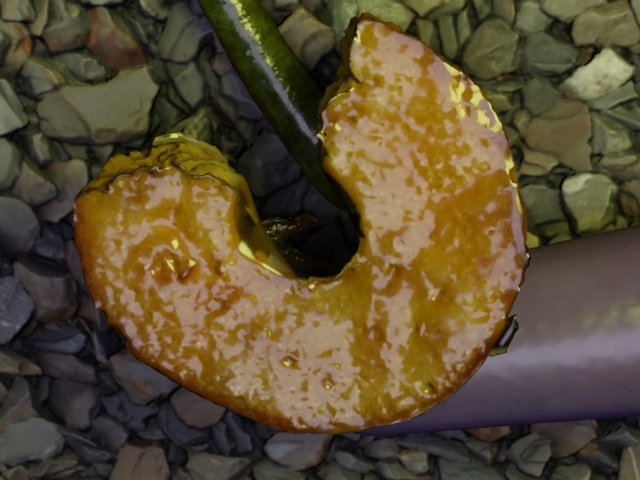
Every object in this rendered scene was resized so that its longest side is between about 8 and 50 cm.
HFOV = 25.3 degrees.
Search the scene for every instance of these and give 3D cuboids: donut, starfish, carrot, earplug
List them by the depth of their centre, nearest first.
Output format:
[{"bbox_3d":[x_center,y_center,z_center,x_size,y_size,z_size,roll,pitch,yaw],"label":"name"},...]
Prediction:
[{"bbox_3d":[0.000,0.000,1.429,0.435,0.163,0.377,-23,97,12],"label":"donut"},{"bbox_3d":[-0.051,-0.180,1.506,0.074,0.074,0.358,-31,110,14],"label":"carrot"},{"bbox_3d":[0.200,0.114,1.576,0.456,0.215,0.215,-10,115,8],"label":"earplug"},{"bbox_3d":[-0.092,0.031,1.623,0.208,0.053,0.176,3,125,5],"label":"starfish"}]
